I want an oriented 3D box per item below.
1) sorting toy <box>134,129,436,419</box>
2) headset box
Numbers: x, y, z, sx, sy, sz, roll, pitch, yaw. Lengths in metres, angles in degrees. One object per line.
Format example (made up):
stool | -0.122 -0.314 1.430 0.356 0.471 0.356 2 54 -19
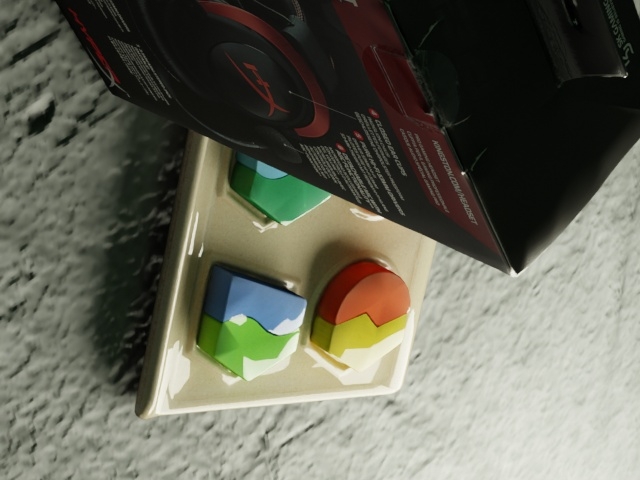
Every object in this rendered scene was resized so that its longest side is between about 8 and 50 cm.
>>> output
sorting toy | 0.000 0.000 1.051 0.208 0.038 0.193 -4 111 -45
headset box | -0.005 -0.124 0.792 0.110 0.293 0.218 -47 135 -19
